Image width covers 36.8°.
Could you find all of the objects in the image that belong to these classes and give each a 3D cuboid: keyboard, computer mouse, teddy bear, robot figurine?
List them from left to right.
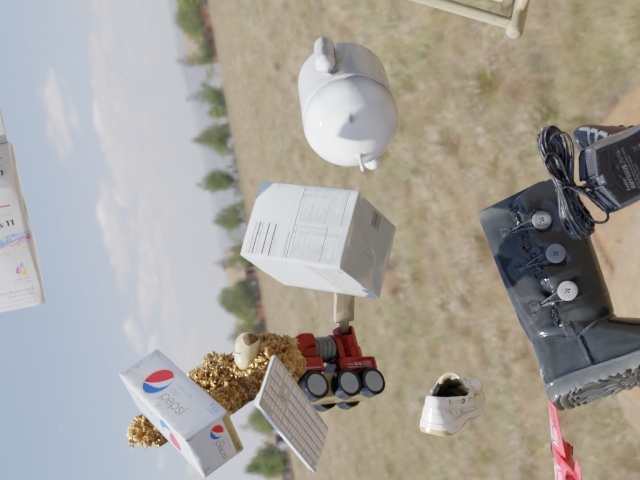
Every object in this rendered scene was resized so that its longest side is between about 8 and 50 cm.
[{"bbox_3d":[-0.192,0.251,1.668,0.113,0.338,0.245,62,-148,-2],"label":"teddy bear"},{"bbox_3d":[-0.035,0.246,1.341,0.072,0.014,0.256,-66,-28,-25],"label":"keyboard"},{"bbox_3d":[0.057,-0.293,2.060,0.300,0.199,0.353,57,-166,-34],"label":"robot figurine"},{"bbox_3d":[0.487,-0.125,1.538,0.072,0.272,0.188,128,124,-87],"label":"computer mouse"}]

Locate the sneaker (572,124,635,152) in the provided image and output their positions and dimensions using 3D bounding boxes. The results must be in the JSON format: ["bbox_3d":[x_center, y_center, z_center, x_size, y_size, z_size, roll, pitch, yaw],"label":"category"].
[{"bbox_3d":[0.684,-0.209,2.028,0.281,0.162,0.106,32,155,46],"label":"sneaker"}]

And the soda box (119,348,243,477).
[{"bbox_3d":[-0.193,0.232,1.322,0.216,0.069,0.074,29,146,51],"label":"soda box"}]

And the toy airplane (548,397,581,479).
[{"bbox_3d":[0.300,0.271,1.175,0.151,0.028,0.151,-7,-90,-83],"label":"toy airplane"}]

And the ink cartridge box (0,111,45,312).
[{"bbox_3d":[-0.583,-0.034,1.564,0.353,0.207,0.119,92,161,-44],"label":"ink cartridge box"}]

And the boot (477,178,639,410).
[{"bbox_3d":[0.554,0.073,1.923,0.146,0.367,0.445,66,-172,-59],"label":"boot"}]

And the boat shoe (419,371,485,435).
[{"bbox_3d":[0.281,0.318,1.991,0.277,0.098,0.096,-21,-66,-66],"label":"boat shoe"}]

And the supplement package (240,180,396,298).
[{"bbox_3d":[0.000,0.000,1.767,0.194,0.203,0.149,40,-119,-59],"label":"supplement package"}]

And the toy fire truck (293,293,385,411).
[{"bbox_3d":[0.011,0.210,1.964,0.158,0.217,0.246,-39,57,48],"label":"toy fire truck"}]

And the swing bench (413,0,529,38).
[{"bbox_3d":[0.140,-0.391,1.085,0.165,0.253,0.255,106,-179,-46],"label":"swing bench"}]
